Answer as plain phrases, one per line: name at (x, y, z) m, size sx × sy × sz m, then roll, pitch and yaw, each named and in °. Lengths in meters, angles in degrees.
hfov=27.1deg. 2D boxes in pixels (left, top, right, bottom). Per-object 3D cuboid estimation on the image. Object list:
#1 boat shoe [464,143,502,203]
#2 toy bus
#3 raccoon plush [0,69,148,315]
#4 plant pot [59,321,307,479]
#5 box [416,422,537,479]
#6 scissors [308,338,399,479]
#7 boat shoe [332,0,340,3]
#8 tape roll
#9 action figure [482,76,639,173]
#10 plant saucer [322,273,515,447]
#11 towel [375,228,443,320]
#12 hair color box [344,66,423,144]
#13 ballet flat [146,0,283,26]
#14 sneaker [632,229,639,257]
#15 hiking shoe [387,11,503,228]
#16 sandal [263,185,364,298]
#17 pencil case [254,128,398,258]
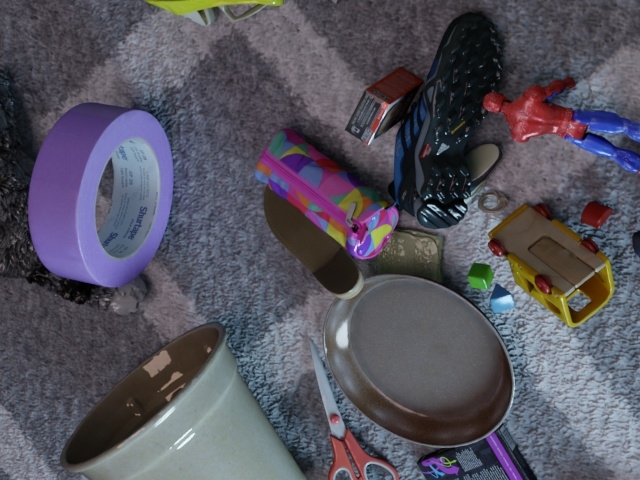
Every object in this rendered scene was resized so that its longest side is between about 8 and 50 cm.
boat shoe at (0.215, -0.086, 1.906) m, size 0.043 × 0.049 × 0.137 m, roll 22°, pitch 126°, yaw -34°
toy bus at (0.315, 0.032, 1.864) m, size 0.191 × 0.202 × 0.104 m, roll -3°, pitch 139°, yaw 19°
raccoon plush at (-0.462, -0.094, 2.192) m, size 0.446 × 0.216 × 0.299 m, roll 18°, pitch 105°, yaw -14°
plant pot at (-0.191, 0.354, 2.140) m, size 0.334 × 0.334 × 0.305 m, roll -30°, pitch 107°, yaw 31°
box at (0.245, 0.365, 2.078) m, size 0.162 × 0.029 × 0.116 m, roll -28°, pitch 95°, yaw 30°
scissors at (0.021, 0.308, 2.134) m, size 0.109 × 0.021 × 0.297 m, roll -32°, pitch 95°, yaw -5°
boat shoe at (0.029, -0.395, 1.871) m, size 0.038 × 0.046 × 0.125 m, roll 27°, pitch 127°, yaw 8°
tape roll at (-0.331, -0.070, 2.036) m, size 0.090 × 0.275 × 0.275 m, roll 11°, pitch 114°, yaw 23°
action figure at (0.351, -0.162, 1.793) m, size 0.280 × 0.139 × 0.091 m, roll 15°, pitch 115°, yaw -5°
plant saucer at (0.152, 0.175, 2.012) m, size 0.310 × 0.050 × 0.310 m, roll 15°, pitch 125°, yaw 22°
towel at (0.132, 0.053, 2.008) m, size 0.110 × 0.027 × 0.148 m, roll 9°, pitch 113°, yaw 23°
hair color box at (0.090, -0.190, 1.865) m, size 0.043 × 0.141 × 0.072 m, roll 34°, pitch 121°, yaw 10°
ballet flat at (-0.155, -0.357, 1.961) m, size 0.231 × 0.077 × 0.077 m, roll -6°, pitch 124°, yaw 25°
sneaker at (0.566, 0.059, 1.754) m, size 0.319 × 0.112 × 0.131 m, roll 11°, pitch 111°, yaw 23°
hiking shoe at (0.157, -0.174, 1.857) m, size 0.132 × 0.113 × 0.304 m, roll 29°, pitch 108°, yaw 53°
sandal at (-0.005, 0.004, 2.022) m, size 0.088 × 0.079 × 0.240 m, roll -38°, pitch 60°, yaw 3°
pencil case at (0.008, -0.069, 1.945) m, size 0.236 × 0.104 × 0.104 m, roll 37°, pitch 123°, yaw 29°
